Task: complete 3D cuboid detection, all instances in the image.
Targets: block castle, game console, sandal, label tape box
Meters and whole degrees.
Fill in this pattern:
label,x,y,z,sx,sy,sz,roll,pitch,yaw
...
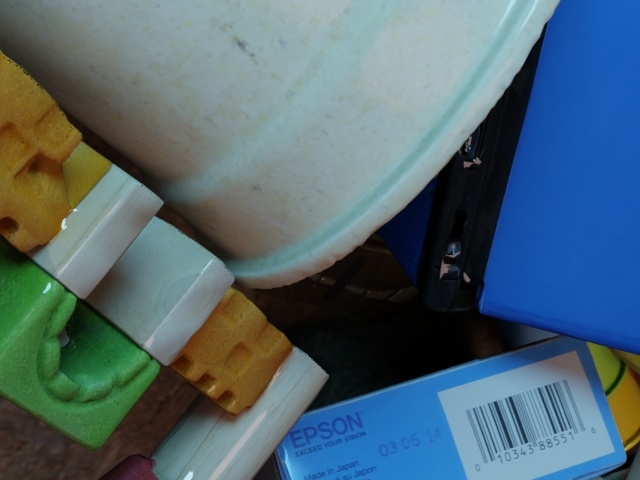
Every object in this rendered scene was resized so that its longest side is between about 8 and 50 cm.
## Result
label,x,y,z,sx,sy,sz,roll,pitch,yaw
block castle,-0.218,0.011,0.645,0.213,0.303,0.453,-51,150,-8
game console,0.151,-0.102,0.842,0.173,0.250,0.293,-1,121,-20
sandal,0.000,0.000,0.974,0.090,0.060,0.219,-48,142,17
label tape box,0.053,0.185,1.055,0.240,0.106,0.334,-15,166,-17

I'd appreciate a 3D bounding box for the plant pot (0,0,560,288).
label,x,y,z,sx,sy,sz,roll,pitch,yaw
plant pot,-0.083,-0.192,0.665,0.305,0.334,0.334,31,104,-25

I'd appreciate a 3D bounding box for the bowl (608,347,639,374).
label,x,y,z,sx,sy,sz,roll,pitch,yaw
bowl,0.241,-0.057,0.952,0.156,0.289,0.289,27,110,0

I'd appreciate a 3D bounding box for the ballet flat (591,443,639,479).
label,x,y,z,sx,sy,sz,roll,pitch,yaw
ballet flat,0.266,0.239,1.210,0.408,0.147,0.147,-16,126,-25

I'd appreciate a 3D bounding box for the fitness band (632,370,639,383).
label,x,y,z,sx,sy,sz,roll,pitch,yaw
fitness band,0.327,-0.007,1.033,0.054,0.209,0.291,27,108,-3

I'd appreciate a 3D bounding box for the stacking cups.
label,x,y,z,sx,sy,sz,roll,pitch,yaw
stacking cups,0.166,0.042,1.067,0.096,0.096,0.316,-35,124,-1
